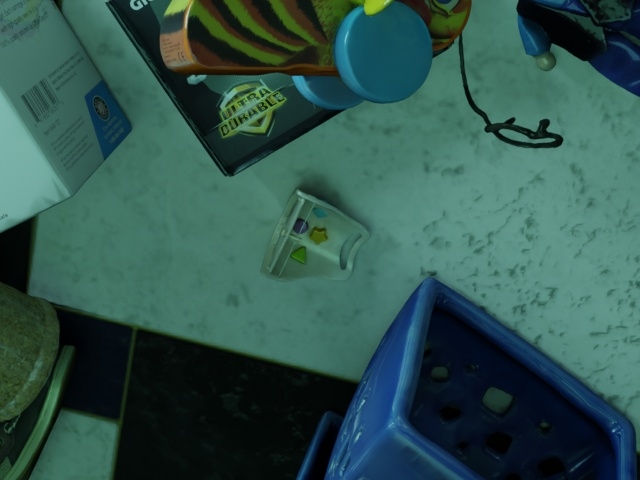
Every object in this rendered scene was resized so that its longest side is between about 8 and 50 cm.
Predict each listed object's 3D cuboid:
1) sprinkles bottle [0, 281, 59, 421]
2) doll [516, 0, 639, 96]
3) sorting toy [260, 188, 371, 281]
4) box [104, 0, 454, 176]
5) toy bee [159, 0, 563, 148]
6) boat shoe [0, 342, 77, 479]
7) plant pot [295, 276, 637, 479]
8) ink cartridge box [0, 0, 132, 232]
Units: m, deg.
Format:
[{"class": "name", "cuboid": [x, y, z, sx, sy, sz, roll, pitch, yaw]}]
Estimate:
[{"class": "sprinkles bottle", "cuboid": [-0.385, 0.036, 1.110, 0.121, 0.121, 0.355, -41, 131, 22]}, {"class": "doll", "cuboid": [0.212, -0.176, 1.040, 0.189, 0.046, 0.129, 32, 116, 3]}, {"class": "sorting toy", "cuboid": [0.000, 0.000, 1.156, 0.075, 0.045, 0.083, 23, 114, -8]}, {"class": "box", "cuboid": [-0.030, -0.177, 1.079, 0.220, 0.051, 0.175, -28, 106, 19]}, {"class": "toy bee", "cuboid": [0.035, -0.171, 0.975, 0.195, 0.298, 0.162, 5, 86, 43]}, {"class": "boat shoe", "cuboid": [-0.290, 0.179, 1.260, 0.073, 0.080, 0.223, 25, 119, -7]}, {"class": "plant pot", "cuboid": [0.103, 0.212, 1.125, 0.236, 0.236, 0.212, 37, 119, -7]}, {"class": "ink cartridge box", "cuboid": [-0.297, -0.126, 1.082, 0.168, 0.171, 0.232, -25, 106, 18]}]
